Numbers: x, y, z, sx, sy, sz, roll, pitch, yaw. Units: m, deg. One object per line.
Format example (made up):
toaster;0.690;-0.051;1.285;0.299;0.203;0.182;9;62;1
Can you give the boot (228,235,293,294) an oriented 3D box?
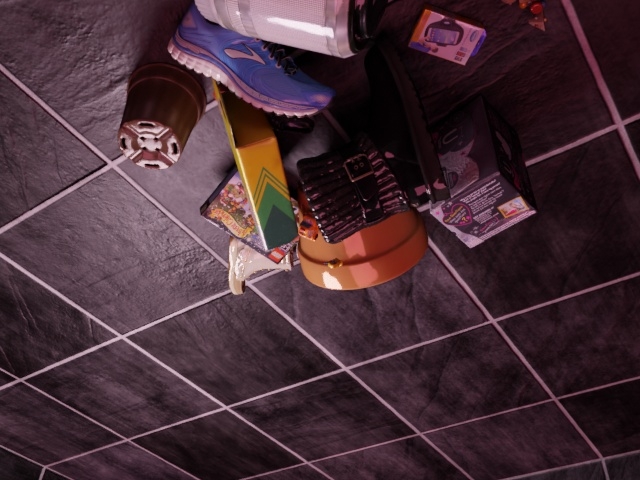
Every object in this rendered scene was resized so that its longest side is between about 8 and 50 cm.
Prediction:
boot;-0.152;0.063;1.685;0.165;0.077;0.213;4;130;-2

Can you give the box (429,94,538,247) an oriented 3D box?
box;0.309;-0.140;1.315;0.163;0.247;0.142;-32;126;32

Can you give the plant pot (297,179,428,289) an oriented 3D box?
plant pot;0.071;-0.058;1.422;0.291;0.291;0.203;-10;118;15

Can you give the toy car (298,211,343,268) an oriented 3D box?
toy car;0.000;0.000;1.307;0.122;0.040;0.060;43;128;20

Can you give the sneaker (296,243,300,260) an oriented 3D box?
sneaker;0.080;0.032;1.606;0.279;0.118;0.107;-3;137;7

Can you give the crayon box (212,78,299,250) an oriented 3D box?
crayon box;-0.127;-0.161;1.297;0.081;0.202;0.318;-18;136;-6

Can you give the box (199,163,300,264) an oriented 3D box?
box;-0.141;-0.064;1.530;0.233;0.044;0.159;34;104;-28

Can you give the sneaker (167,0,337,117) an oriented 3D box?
sneaker;-0.115;-0.335;1.184;0.330;0.130;0.147;29;116;4

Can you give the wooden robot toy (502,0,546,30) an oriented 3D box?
wooden robot toy;0.343;-0.436;1.135;0.079;0.076;0.173;-5;137;24

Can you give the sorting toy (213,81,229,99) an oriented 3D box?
sorting toy;-0.168;-0.311;1.325;0.102;0.042;0.061;-8;152;-5

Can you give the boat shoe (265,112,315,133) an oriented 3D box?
boat shoe;-0.082;-0.250;1.376;0.142;0.040;0.049;5;137;-1

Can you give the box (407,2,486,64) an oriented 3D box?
box;0.240;-0.382;1.225;0.136;0.028;0.081;16;135;-10

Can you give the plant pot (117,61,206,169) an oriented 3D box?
plant pot;-0.325;-0.241;1.313;0.167;0.165;0.167;2;136;2

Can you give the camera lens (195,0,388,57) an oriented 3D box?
camera lens;-0.036;-0.419;1.028;0.274;0.219;0.219;16;138;13

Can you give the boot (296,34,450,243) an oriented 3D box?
boot;0.072;-0.188;1.224;0.260;0.347;0.131;-18;169;13
